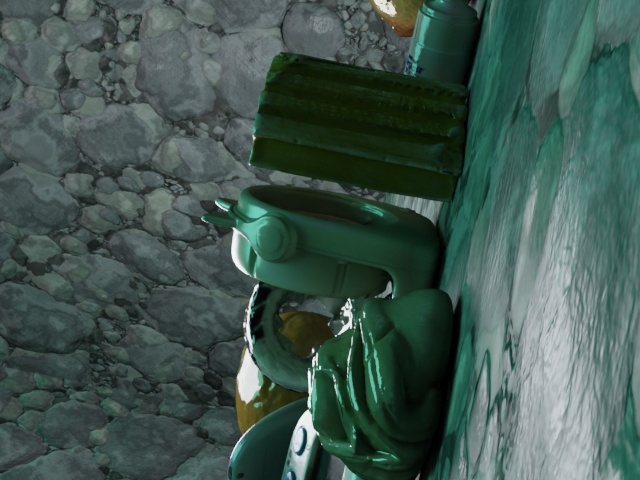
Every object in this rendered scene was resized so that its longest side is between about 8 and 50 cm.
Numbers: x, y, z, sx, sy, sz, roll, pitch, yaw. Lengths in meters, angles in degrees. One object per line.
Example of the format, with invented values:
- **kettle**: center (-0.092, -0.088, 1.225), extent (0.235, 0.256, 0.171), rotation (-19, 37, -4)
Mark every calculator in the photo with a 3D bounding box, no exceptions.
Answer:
- **calculator**: center (-0.013, 0.324, 1.634), extent (0.041, 0.298, 0.186), rotation (35, 126, 47)

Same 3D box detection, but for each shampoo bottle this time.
- **shampoo bottle**: center (0.163, -0.231, 1.488), extent (0.092, 0.092, 0.303), rotation (-78, -1, -60)

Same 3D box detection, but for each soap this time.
- **soap**: center (0.053, -0.152, 1.388), extent (0.089, 0.274, 0.174), rotation (101, 180, -50)

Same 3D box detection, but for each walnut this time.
- **walnut**: center (-0.028, 0.306, 2.043), extent (0.333, 0.332, 0.333), rotation (11, -90, -89)

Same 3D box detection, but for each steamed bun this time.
- **steamed bun**: center (0.057, 0.156, 1.141), extent (0.218, 0.144, 0.211), rotation (101, 180, -67)

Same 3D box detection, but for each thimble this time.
- **thimble**: center (-0.012, 0.138, 1.744), extent (0.150, 0.237, 0.237), rotation (117, 165, -75)

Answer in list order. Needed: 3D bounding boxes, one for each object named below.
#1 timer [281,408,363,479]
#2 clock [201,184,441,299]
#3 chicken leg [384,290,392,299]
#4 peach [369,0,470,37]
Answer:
- **timer**: center (0.017, 0.362, 1.403), extent (0.237, 0.087, 0.262), rotation (14, 92, 65)
- **clock**: center (0.000, 0.000, 1.447), extent (0.265, 0.324, 0.109), rotation (-71, -8, -76)
- **chicken leg**: center (0.114, 0.151, 1.750), extent (0.219, 0.048, 0.090), rotation (100, -176, -57)
- **peach**: center (0.145, -0.420, 1.625), extent (0.232, 0.232, 0.233), rotation (11, -90, -89)
